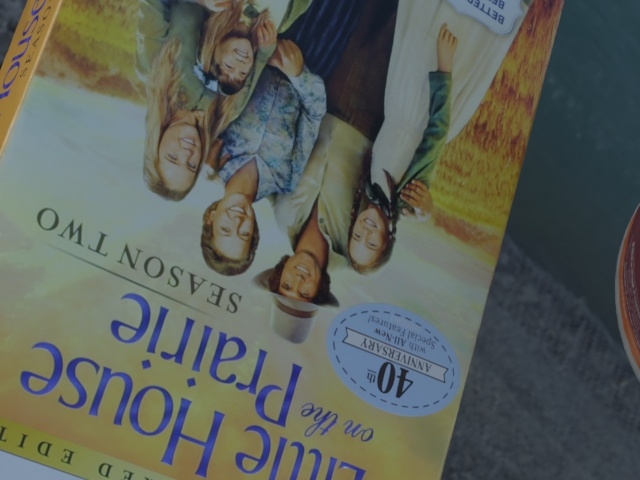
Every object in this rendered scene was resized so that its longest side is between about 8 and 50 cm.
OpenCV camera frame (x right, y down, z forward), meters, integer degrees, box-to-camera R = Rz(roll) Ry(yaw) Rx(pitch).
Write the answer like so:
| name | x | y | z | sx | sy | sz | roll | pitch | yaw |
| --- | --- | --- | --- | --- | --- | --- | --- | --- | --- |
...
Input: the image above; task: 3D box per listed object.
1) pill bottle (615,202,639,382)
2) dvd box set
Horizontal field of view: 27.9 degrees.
| name | x | y | z | sx | sy | sz | roll | pitch | yaw |
| --- | --- | --- | --- | --- | --- | --- | --- | --- | --- |
| pill bottle | 0.276 | -0.010 | 0.608 | 0.224 | 0.392 | 0.224 | -1 | 76 | 4 |
| dvd box set | -0.030 | -0.035 | 0.702 | 0.307 | 0.062 | 0.421 | 27 | 70 | -29 |
